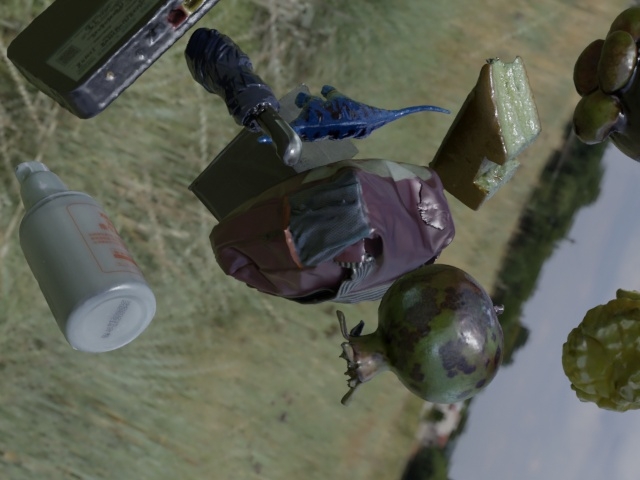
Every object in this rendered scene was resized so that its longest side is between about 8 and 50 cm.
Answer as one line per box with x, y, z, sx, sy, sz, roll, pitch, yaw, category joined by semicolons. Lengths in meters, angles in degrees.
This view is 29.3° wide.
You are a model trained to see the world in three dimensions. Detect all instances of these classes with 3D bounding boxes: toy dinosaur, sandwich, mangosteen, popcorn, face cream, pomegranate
0.018;-0.180;1.778;0.329;0.144;0.076;-10;109;-33;toy dinosaur
0.287;-0.182;2.032;0.122;0.128;0.235;-32;155;-41;sandwich
0.406;-0.184;1.445;0.210;0.210;0.209;23;90;-81;mangosteen
0.425;0.168;1.642;0.168;0.195;0.173;-37;157;-9;popcorn
-0.270;0.002;1.319;0.101;0.251;0.101;-21;141;-18;face cream
0.103;0.096;1.256;0.148;0.169;0.148;0;90;-80;pomegranate

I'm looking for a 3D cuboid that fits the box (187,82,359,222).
-0.078;-0.120;2.027;0.155;0.149;0.231;-42;-178;-44;box

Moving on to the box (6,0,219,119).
-0.217;-0.307;1.512;0.350;0.211;0.058;-45;132;-9;box

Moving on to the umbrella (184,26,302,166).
-0.082;-0.168;1.426;0.071;0.248;0.071;-24;137;-24;umbrella

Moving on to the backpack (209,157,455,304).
0.000;0.000;1.749;0.283;0.317;0.197;5;68;-57;backpack
